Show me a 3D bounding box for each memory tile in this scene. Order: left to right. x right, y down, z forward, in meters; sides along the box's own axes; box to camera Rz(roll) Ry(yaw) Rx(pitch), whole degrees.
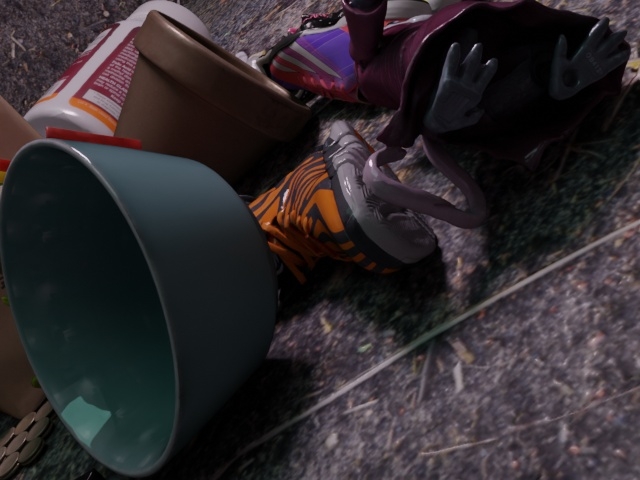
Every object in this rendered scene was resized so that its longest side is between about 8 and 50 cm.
[{"bbox_3d":[-0.377,0.258,1.213,0.148,0.012,0.113,-35,23,17],"label":"memory tile"}]

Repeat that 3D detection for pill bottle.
[{"bbox_3d":[-0.362,-0.265,1.862,0.224,0.224,0.392,-20,30,42],"label":"pill bottle"}]

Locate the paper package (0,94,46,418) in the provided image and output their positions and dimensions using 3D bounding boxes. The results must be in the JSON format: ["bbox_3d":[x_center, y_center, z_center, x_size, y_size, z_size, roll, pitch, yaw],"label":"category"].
[{"bbox_3d":[-0.436,0.023,1.325,0.168,0.325,0.309,-5,43,56],"label":"paper package"}]

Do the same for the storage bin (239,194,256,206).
[{"bbox_3d":[-0.110,0.026,1.112,0.135,0.098,0.091,-33,34,20],"label":"storage bin"}]

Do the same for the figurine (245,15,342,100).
[{"bbox_3d":[-0.072,-0.272,1.609,0.214,0.092,0.209,-25,20,36],"label":"figurine"}]

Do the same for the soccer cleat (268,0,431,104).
[{"bbox_3d":[0.029,-0.226,1.316,0.318,0.108,0.117,-8,84,55],"label":"soccer cleat"}]

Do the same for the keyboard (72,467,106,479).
[{"bbox_3d":[-0.259,0.331,0.865,0.201,0.033,0.317,-33,24,36],"label":"keyboard"}]

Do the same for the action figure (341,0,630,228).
[{"bbox_3d":[0.126,-0.156,0.988,0.276,0.248,0.370,-66,24,2],"label":"action figure"}]

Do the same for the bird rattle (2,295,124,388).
[{"bbox_3d":[-0.246,0.085,1.181,0.253,0.143,0.207,-15,18,42],"label":"bird rattle"}]

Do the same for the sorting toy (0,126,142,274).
[{"bbox_3d":[-0.285,-0.041,1.141,0.257,0.255,0.089,-16,70,21],"label":"sorting toy"}]

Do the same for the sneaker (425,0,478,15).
[{"bbox_3d":[0.098,-0.363,1.400,0.145,0.147,0.385,-40,24,-1],"label":"sneaker"}]

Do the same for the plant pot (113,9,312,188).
[{"bbox_3d":[-0.176,-0.152,1.384,0.229,0.263,0.263,-58,21,9],"label":"plant pot"}]

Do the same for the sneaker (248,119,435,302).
[{"bbox_3d":[0.000,0.000,0.964,0.180,0.124,0.321,-42,12,9],"label":"sneaker"}]

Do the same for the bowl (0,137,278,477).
[{"bbox_3d":[-0.155,0.045,0.935,0.163,0.312,0.311,-18,4,-39],"label":"bowl"}]

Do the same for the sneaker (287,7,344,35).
[{"bbox_3d":[-0.006,-0.362,1.683,0.119,0.057,0.047,-29,23,24],"label":"sneaker"}]
